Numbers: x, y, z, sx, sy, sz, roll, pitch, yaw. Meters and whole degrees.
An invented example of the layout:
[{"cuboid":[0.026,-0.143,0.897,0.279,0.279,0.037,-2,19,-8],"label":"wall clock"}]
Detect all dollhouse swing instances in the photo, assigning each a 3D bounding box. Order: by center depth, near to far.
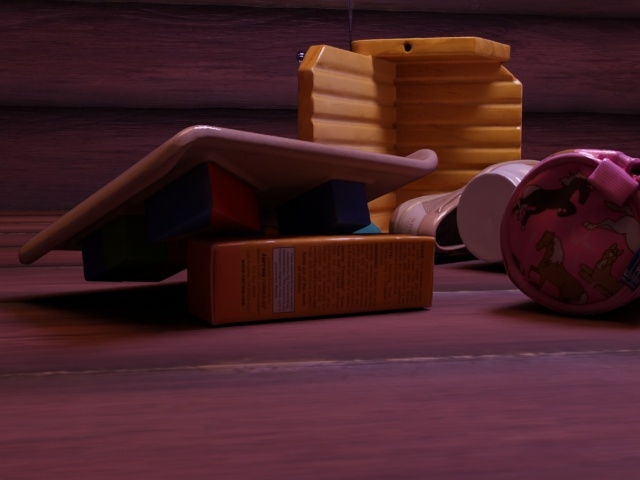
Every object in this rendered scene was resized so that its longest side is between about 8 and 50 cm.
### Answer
[{"cuboid":[0.154,-0.152,1.419,0.315,0.347,0.305,1,4,14],"label":"dollhouse swing"}]

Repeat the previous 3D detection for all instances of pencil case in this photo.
[{"cuboid":[0.355,-0.017,0.965,0.167,0.160,0.386,3,5,41],"label":"pencil case"}]

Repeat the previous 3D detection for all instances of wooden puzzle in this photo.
[{"cuboid":[-0.091,-0.017,0.940,0.348,0.080,0.322,-2,-16,-43],"label":"wooden puzzle"}]

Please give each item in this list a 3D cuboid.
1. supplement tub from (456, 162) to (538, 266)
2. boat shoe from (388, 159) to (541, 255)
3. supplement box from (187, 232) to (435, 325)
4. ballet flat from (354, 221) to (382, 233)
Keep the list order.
[{"cuboid":[0.303,-0.036,1.254,0.199,0.144,0.144,-4,6,-39],"label":"supplement tub"},{"cuboid":[0.269,-0.042,1.390,0.341,0.122,0.110,-22,15,-30],"label":"boat shoe"},{"cuboid":[-0.006,0.032,0.860,0.233,0.080,0.078,-4,6,-25],"label":"supplement box"},{"cuboid":[0.000,0.000,1.297,0.213,0.072,0.068,-3,-5,-44],"label":"ballet flat"}]
